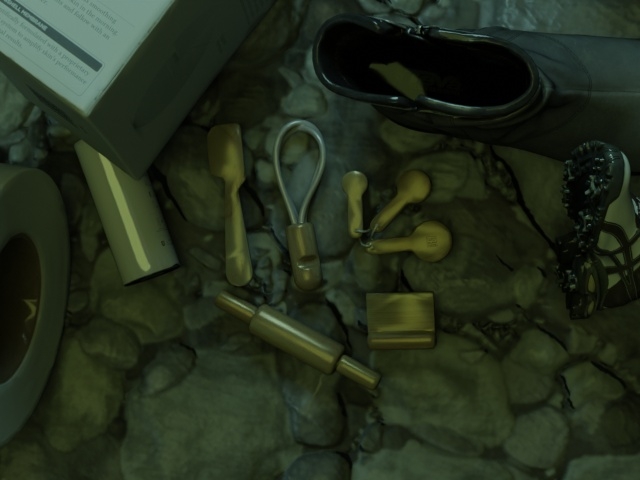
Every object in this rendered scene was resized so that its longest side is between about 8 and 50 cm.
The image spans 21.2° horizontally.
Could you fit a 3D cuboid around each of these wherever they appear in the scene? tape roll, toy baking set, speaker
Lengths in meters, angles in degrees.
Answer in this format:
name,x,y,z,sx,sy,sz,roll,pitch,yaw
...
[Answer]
name,x,y,z,sx,sy,sz,roll,pitch,yaw
tape roll,-0.336,0.046,1.458,0.169,0.246,0.246,10,94,13
toy baking set,-0.002,0.007,1.491,0.256,0.030,0.196,24,94,11
speaker,-0.171,-0.032,1.513,0.055,0.055,0.136,-21,88,13

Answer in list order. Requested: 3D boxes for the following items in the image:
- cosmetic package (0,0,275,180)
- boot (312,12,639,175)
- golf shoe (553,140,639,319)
name,x,y,z,sx,sy,sz,roll,pitch,yaw
cosmetic package,-0.151,-0.197,1.391,0.138,0.224,0.224,37,83,10
boot,0.176,-0.114,1.342,0.338,0.223,0.118,2,91,13
golf shoe,0.241,-0.015,1.367,0.094,0.198,0.077,-8,57,-3
